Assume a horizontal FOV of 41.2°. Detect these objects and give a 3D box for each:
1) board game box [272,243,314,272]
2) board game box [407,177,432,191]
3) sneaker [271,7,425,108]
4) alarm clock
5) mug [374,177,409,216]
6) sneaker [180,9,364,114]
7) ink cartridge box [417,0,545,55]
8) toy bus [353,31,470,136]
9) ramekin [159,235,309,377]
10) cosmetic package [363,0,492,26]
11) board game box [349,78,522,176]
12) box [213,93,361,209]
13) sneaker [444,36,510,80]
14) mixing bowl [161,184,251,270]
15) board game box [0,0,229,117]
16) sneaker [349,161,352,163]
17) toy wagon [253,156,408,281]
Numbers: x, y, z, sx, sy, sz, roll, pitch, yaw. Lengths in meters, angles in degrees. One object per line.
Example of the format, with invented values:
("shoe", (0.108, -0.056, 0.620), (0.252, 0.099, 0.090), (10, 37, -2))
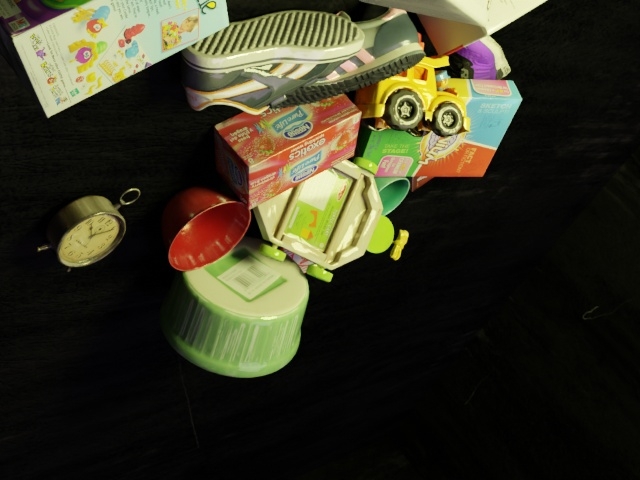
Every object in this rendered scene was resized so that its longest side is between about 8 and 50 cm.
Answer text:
("board game box", (0.000, 0.000, 1.902), (0.193, 0.045, 0.147), (-24, 149, 3))
("board game box", (0.275, -0.238, 2.089), (0.145, 0.027, 0.281), (-33, 154, -12))
("sneaker", (0.017, -0.330, 1.516), (0.318, 0.131, 0.112), (-17, 174, -2))
("alarm clock", (-0.390, -0.030, 1.464), (0.192, 0.064, 0.129), (-36, 154, -3))
("mug", (0.128, -0.135, 1.968), (0.129, 0.097, 0.158), (-32, 153, -16))
("sneaker", (-0.082, -0.293, 1.399), (0.321, 0.126, 0.127), (-13, 140, -26))
("ink cartridge box", (0.346, -0.473, 1.604), (0.272, 0.114, 0.197), (-32, -171, -16))
("toy bus", (0.181, -0.309, 1.643), (0.220, 0.149, 0.212), (6, 92, -22))
("ramekin", (-0.170, 0.122, 1.754), (0.303, 0.303, 0.148), (-16, 138, -41))
("cosmetic package", (0.094, -0.424, 1.160), (0.453, 0.230, 0.162), (-12, 118, -67))
("board game box", (0.245, -0.243, 1.851), (0.316, 0.064, 0.242), (-2, 141, -17))
("box", (-0.061, -0.186, 1.594), (0.256, 0.123, 0.128), (-29, 152, -23))
("sneaker", (0.315, -0.373, 1.835), (0.146, 0.102, 0.293), (-45, 155, 10))
("mixing bowl", (-0.235, -0.038, 1.624), (0.181, 0.098, 0.181), (-32, 152, -19))
("board game box", (-0.275, -0.306, 1.084), (0.275, 0.142, 0.144), (-31, 153, -18))
("sneaker", (0.043, -0.088, 1.922), (0.163, 0.086, 0.226), (8, 137, -45))
("toy wagon", (0.027, -0.051, 1.764), (0.344, 0.068, 0.267), (25, 86, -27))
